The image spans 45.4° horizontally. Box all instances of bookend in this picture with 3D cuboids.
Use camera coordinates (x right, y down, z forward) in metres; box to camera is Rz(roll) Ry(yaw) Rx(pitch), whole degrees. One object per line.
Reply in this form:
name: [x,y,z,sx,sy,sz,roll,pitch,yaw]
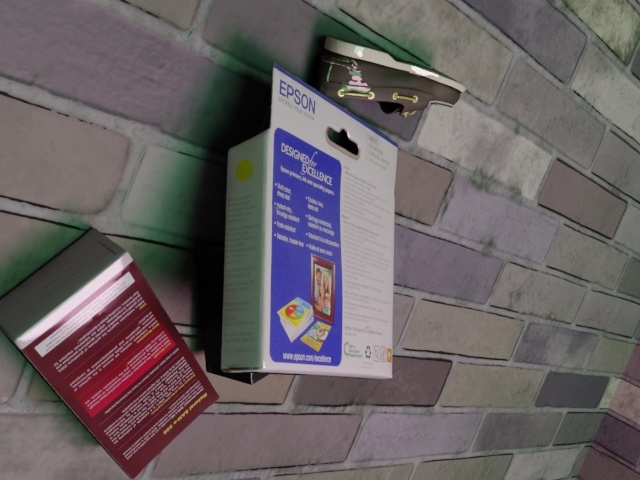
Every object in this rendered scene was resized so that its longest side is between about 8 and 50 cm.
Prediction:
bookend: [-0.064,0.064,0.905,0.156,0.072,0.157,-24,116,-51]

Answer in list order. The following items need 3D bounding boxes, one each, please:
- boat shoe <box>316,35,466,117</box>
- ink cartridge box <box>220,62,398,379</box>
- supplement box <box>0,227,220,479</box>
boat shoe: [0.086,-0.188,0.931,0.227,0.081,0.069,6,108,-40]
ink cartridge box: [0.000,0.000,0.874,0.303,0.072,0.308,20,67,-58]
supplement box: [-0.210,0.120,0.780,0.130,0.073,0.240,-41,134,-23]
